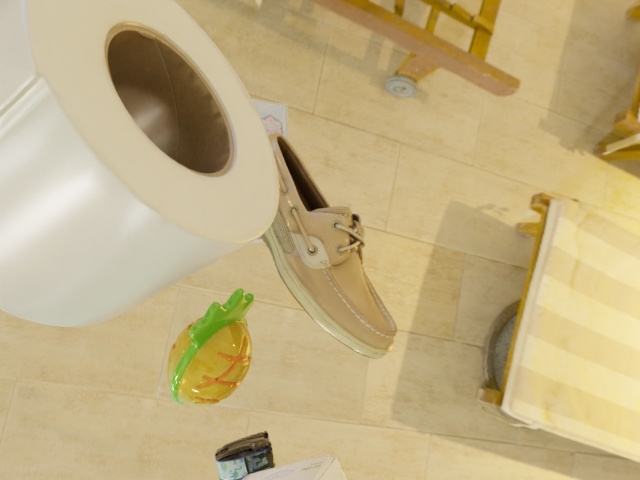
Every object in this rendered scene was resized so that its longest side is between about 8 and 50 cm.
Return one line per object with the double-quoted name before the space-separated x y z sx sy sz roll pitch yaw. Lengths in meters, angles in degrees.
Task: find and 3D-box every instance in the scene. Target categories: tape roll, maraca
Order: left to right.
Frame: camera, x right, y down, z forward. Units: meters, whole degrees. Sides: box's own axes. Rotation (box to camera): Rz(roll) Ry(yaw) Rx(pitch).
"tape roll" -0.173 -0.073 0.434 0.169 0.246 0.246 -27 97 24
"maraca" -0.137 0.139 0.681 0.099 0.186 0.127 33 35 18

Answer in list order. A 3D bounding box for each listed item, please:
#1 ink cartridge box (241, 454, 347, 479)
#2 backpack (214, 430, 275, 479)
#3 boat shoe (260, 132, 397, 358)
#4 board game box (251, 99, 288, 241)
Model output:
"ink cartridge box" -0.021 0.507 0.823 0.283 0.207 0.117 65 27 2
"backpack" -0.150 0.446 1.064 0.114 0.105 0.084 -11 88 -12
"boat shoe" 0.000 0.000 0.713 0.110 0.121 0.341 -44 74 19
"board game box" -0.219 -0.155 1.147 0.318 0.066 0.318 2 81 -29
